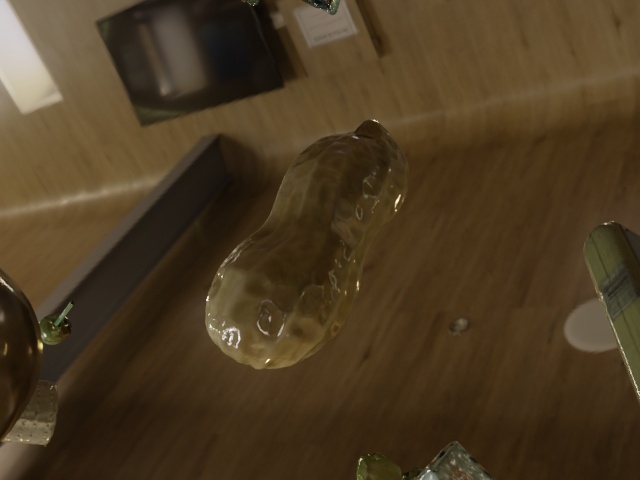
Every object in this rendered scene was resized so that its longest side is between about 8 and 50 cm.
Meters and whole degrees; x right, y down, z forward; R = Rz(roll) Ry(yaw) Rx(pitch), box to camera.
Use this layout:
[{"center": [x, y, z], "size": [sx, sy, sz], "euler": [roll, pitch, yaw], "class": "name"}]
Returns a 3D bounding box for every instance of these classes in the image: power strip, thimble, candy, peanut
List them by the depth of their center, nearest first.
[{"center": [0.312, 0.122, 0.688], "size": [0.066, 0.092, 0.387], "euler": [-55, -161, 32], "class": "power strip"}, {"center": [0.000, 0.000, 0.773], "size": [0.120, 0.136, 0.298], "euler": [18, -120, 24], "class": "peanut"}, {"center": [-0.470, 0.270, 1.258], "size": [0.115, 0.090, 0.102], "euler": [-36, -132, 52], "class": "thimble"}, {"center": [-0.461, 0.139, 1.420], "size": [0.061, 0.061, 0.202], "euler": [-43, -177, -35], "class": "candy"}]

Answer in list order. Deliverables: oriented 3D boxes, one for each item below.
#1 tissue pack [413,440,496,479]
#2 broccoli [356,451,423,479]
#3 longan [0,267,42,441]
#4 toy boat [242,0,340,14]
[{"center": [0.239, 0.501, 1.240], "size": [0.128, 0.311, 0.228], "euler": [-29, 159, -55], "class": "tissue pack"}, {"center": [0.180, 0.589, 1.716], "size": [0.275, 0.397, 0.353], "euler": [-7, -169, 13], "class": "broccoli"}, {"center": [-0.253, 0.059, 0.445], "size": [0.187, 0.167, 0.167], "euler": [17, -153, -4], "class": "longan"}, {"center": [-0.044, -0.195, 0.536], "size": [0.061, 0.137, 0.060], "euler": [-56, -179, -11], "class": "toy boat"}]
